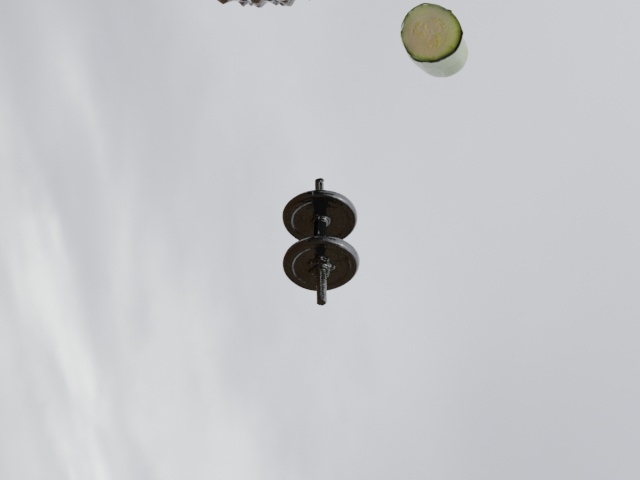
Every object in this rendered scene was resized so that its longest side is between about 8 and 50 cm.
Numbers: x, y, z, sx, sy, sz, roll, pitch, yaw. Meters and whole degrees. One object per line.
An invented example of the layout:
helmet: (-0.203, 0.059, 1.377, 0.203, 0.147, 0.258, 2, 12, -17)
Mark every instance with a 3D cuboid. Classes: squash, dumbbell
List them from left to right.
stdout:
dumbbell: (0.000, 0.000, 1.347, 0.069, 0.069, 0.147, 100, -8, -47)
squash: (0.178, -0.295, 2.305, 0.188, 0.095, 0.095, 33, 40, -78)

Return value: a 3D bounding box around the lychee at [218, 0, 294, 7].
lychee: (-0.054, -0.333, 1.257, 0.300, 0.300, 0.300, 167, -90, -70)
